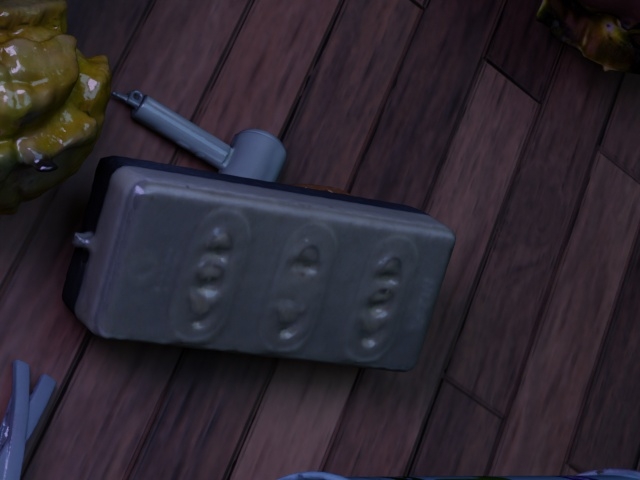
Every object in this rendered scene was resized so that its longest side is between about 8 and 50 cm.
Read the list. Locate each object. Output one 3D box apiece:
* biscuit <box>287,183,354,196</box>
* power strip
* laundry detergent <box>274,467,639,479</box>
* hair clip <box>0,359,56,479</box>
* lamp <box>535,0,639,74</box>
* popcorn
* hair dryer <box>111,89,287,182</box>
[{"bbox_3d":[0.000,0.000,1.166,0.091,0.015,0.078,2,75,-34],"label":"biscuit"},{"bbox_3d":[-0.039,0.018,1.079,0.257,0.070,0.105,9,103,-32],"label":"power strip"},{"bbox_3d":[0.117,0.277,0.999,0.305,0.287,0.287,5,74,-34],"label":"laundry detergent"},{"bbox_3d":[-0.186,0.123,0.996,0.030,0.039,0.115,40,46,-29],"label":"hair clip"},{"bbox_3d":[0.256,-0.249,1.280,0.305,0.239,0.305,21,24,-10],"label":"lamp"},{"bbox_3d":[-0.198,-0.078,0.976,0.167,0.148,0.152,-1,48,-53],"label":"popcorn"},{"bbox_3d":[-0.084,-0.062,1.115,0.124,0.038,0.063,32,61,-17],"label":"hair dryer"}]
